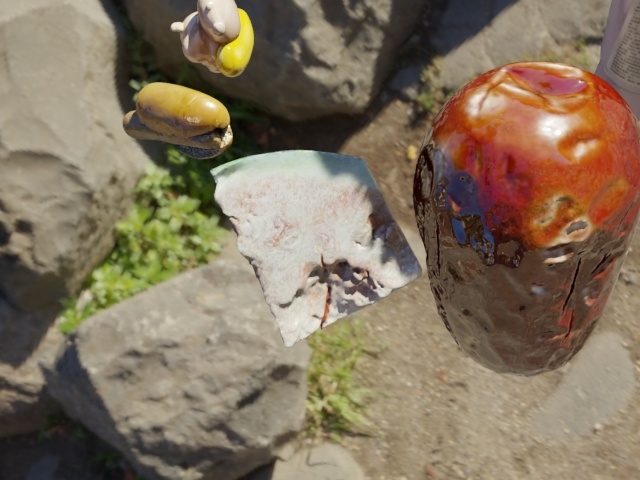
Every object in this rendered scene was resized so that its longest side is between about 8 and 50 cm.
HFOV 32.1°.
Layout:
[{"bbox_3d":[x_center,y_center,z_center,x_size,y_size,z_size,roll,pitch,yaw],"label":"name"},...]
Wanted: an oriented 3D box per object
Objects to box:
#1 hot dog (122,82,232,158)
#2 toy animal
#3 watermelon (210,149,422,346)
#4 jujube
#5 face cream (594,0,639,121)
[{"bbox_3d":[-0.155,-0.128,1.190,0.140,0.090,0.060,24,72,27],"label":"hot dog"},{"bbox_3d":[-0.125,-0.226,1.245,0.082,0.114,0.091,-5,72,15],"label":"toy animal"},{"bbox_3d":[0.000,0.000,1.417,0.193,0.310,0.232,-29,49,3],"label":"watermelon"},{"bbox_3d":[0.198,-0.016,1.070,0.223,0.318,0.223,-3,39,3],"label":"jujube"},{"bbox_3d":[0.369,-0.235,1.202,0.154,0.274,0.096,8,64,1],"label":"face cream"}]
